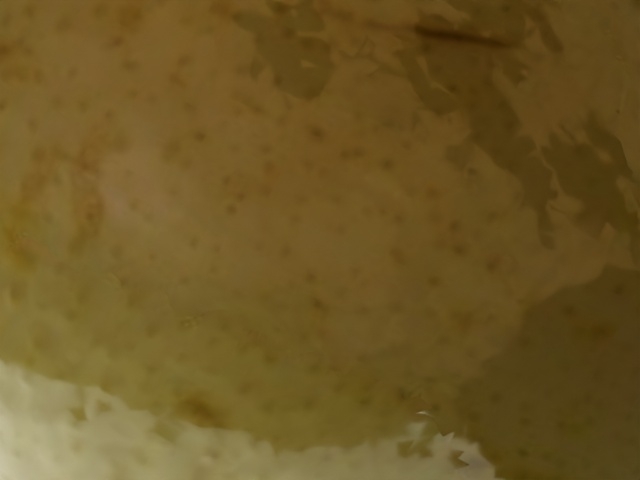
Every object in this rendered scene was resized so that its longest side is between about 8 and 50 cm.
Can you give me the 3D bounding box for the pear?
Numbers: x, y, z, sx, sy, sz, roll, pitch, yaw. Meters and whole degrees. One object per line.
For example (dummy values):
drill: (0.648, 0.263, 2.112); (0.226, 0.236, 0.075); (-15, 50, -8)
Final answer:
pear: (0.000, 0.000, 0.603); (0.309, 0.309, 0.309); (1, -126, -1)
